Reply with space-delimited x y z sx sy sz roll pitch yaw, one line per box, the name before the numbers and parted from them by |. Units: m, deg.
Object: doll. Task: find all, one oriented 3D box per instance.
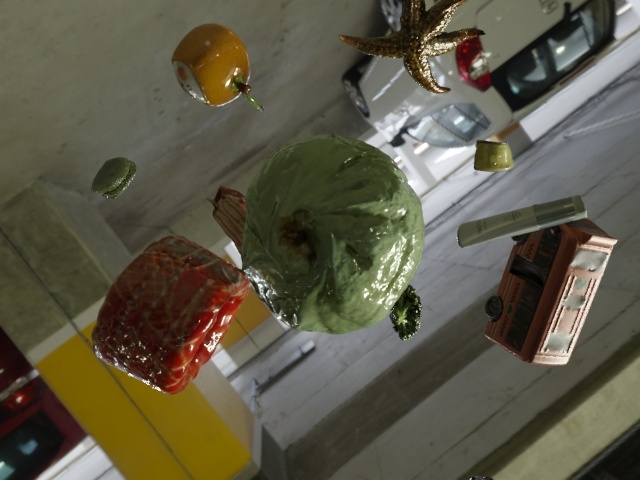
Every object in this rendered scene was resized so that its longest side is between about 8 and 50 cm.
doll | -0.255 -0.439 1.371 0.213 0.236 0.213 -51 166 -18

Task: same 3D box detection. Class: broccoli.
broccoli | 0.146 0.129 0.969 0.092 0.095 0.097 -31 155 -51

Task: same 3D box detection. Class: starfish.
starfish | 0.151 -0.319 0.840 0.237 0.213 0.057 -13 -139 1

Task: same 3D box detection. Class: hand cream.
hand cream | 0.409 -0.037 1.095 0.255 0.048 0.079 -14 -151 20

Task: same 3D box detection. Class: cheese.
cheese | 0.335 -0.160 0.994 0.083 0.060 0.041 -5 -162 -13

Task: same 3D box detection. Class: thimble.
thimble | -0.333 0.166 1.219 0.350 0.230 0.350 -59 178 -3

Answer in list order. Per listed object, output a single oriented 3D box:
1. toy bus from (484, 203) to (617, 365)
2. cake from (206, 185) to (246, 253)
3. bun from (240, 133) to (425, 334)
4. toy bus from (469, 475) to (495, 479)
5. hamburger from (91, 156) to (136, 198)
toy bus | 0.645 0.127 1.501 0.233 0.202 0.428 -137 -122 -63
cake | -0.182 -0.031 1.345 0.098 0.287 0.135 -46 142 11
bun | 0.000 0.000 0.503 0.195 0.196 0.118 -35 177 29
toy bus | 0.421 0.619 1.235 0.098 0.087 0.178 14 174 -44
hamburger | -0.498 -0.161 1.299 0.084 0.054 0.121 -7 -129 23
